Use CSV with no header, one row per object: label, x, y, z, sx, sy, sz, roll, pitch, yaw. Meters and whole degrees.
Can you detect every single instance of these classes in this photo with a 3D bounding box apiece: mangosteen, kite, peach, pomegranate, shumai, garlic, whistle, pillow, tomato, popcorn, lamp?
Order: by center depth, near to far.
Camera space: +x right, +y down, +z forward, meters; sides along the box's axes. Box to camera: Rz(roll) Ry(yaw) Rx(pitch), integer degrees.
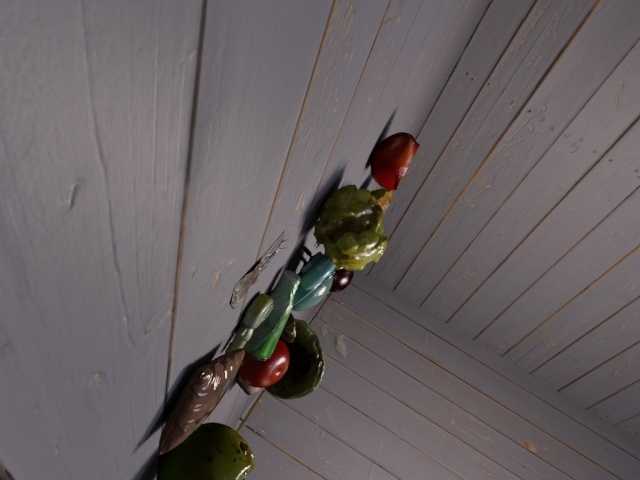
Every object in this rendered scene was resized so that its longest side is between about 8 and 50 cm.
kite,-0.144,0.070,1.065,0.229,0.016,0.127,-49,171,-37
pillow,-0.288,0.379,1.082,0.223,0.084,0.236,-58,170,9
whistle,-0.194,0.238,1.230,0.198,0.057,0.104,-60,172,-1
pomegranate,-0.378,0.673,1.293,0.359,0.216,0.310,-28,173,2
popcorn,0.088,-0.046,1.374,0.235,0.250,0.241,-15,155,-18
lamp,-0.039,0.139,1.502,0.209,0.147,0.284,-46,165,-41
tomato,-0.196,0.434,1.581,0.195,0.136,0.195,-34,136,-39
shumai,-0.152,0.306,1.614,0.139,0.105,0.123,-112,-149,-60
peach,0.279,-0.307,1.741,0.267,0.159,0.153,109,4,-67
garlic,-0.285,0.567,1.783,0.087,0.101,0.195,-53,171,-26
mangosteen,0.073,0.143,2.206,0.194,0.194,0.230,-48,142,-55

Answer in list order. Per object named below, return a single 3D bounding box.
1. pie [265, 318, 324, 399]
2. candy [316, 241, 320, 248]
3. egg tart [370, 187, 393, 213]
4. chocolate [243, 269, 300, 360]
pie,-0.117,0.450,1.683,0.071,0.323,0.323,10,113,-56
candy,-0.001,0.000,1.683,0.030,0.020,0.083,-53,170,-46
egg tart,0.222,-0.126,2.124,0.339,0.153,0.351,-61,172,11
chocolate,-0.144,0.226,1.378,0.291,0.110,0.110,-64,171,17
